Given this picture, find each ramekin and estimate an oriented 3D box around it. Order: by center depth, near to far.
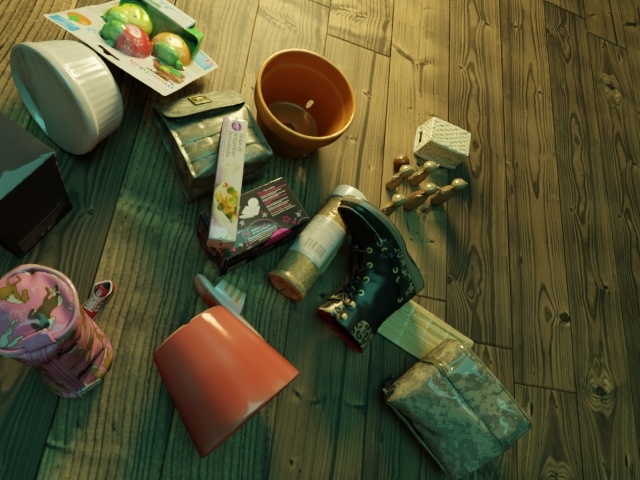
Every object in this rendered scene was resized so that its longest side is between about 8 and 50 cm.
[{"bbox_3d":[-0.603,-0.356,1.165,0.273,0.273,0.127,46,51,-2],"label":"ramekin"}]

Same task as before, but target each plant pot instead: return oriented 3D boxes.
[{"bbox_3d":[-0.226,0.301,1.091,0.275,0.275,0.243,-35,78,-28],"label":"plant pot"},{"bbox_3d":[-0.068,-0.376,1.407,0.291,0.203,0.290,7,70,-20],"label":"plant pot"}]

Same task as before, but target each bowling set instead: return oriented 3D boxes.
[{"bbox_3d":[0.291,-0.198,1.514,0.287,0.154,0.199,-17,79,-26],"label":"bowling set"}]

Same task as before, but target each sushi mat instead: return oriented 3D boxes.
[{"bbox_3d":[0.308,0.280,1.431,0.317,0.019,0.151,34,64,-8],"label":"sushi mat"}]

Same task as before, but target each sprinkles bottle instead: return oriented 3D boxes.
[{"bbox_3d":[0.000,0.000,1.349,0.121,0.121,0.355,40,63,-5],"label":"sprinkles bottle"}]

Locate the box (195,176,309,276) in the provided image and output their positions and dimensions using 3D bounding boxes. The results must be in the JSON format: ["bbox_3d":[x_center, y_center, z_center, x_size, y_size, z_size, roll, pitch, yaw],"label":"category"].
[{"bbox_3d":[-0.184,-0.037,1.266,0.247,0.163,0.142,-27,81,-26],"label":"box"}]

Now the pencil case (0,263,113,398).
[{"bbox_3d":[-0.512,0.191,0.930,0.167,0.386,0.160,27,59,2],"label":"pencil case"}]

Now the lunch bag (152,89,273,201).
[{"bbox_3d":[-0.299,-0.287,1.309,0.235,0.169,0.286,-21,76,-26],"label":"lunch bag"}]

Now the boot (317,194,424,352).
[{"bbox_3d":[0.104,0.096,1.290,0.284,0.138,0.377,-47,122,-19],"label":"boot"}]

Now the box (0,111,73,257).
[{"bbox_3d":[-0.741,-0.165,1.008,0.343,0.312,0.178,37,63,-6],"label":"box"}]

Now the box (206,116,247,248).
[{"bbox_3d":[-0.224,-0.141,1.157,0.063,0.067,0.323,9,69,-17],"label":"box"}]

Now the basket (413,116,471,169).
[{"bbox_3d":[0.418,-0.333,1.639,0.167,0.103,0.113,19,67,-15],"label":"basket"}]

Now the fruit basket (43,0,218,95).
[{"bbox_3d":[-0.464,-0.530,1.263,0.327,0.165,0.353,34,28,-7],"label":"fruit basket"}]

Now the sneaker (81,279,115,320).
[{"bbox_3d":[-0.527,0.142,1.123,0.042,0.067,0.118,34,63,-7],"label":"sneaker"}]

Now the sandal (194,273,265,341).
[{"bbox_3d":[-0.213,0.173,1.225,0.265,0.102,0.076,48,61,-10],"label":"sandal"}]

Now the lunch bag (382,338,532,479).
[{"bbox_3d":[0.348,0.446,1.283,0.256,0.212,0.305,-38,86,-10],"label":"lunch bag"}]
